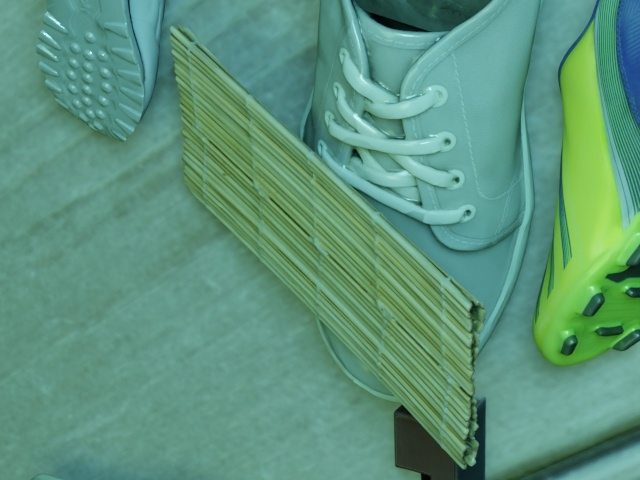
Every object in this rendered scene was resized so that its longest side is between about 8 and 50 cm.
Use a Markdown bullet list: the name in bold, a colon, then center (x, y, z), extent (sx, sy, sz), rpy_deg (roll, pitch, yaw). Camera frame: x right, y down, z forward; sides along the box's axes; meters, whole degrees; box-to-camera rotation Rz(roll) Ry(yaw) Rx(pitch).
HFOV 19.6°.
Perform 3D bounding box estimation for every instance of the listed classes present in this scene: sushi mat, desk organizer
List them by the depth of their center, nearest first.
- **sushi mat**: center (0.000, 0.000, 1.177), extent (0.316, 0.019, 0.151), rpy_deg (44, 149, 34)
- **desk organizer**: center (0.084, 0.171, 1.303), extent (0.050, 0.047, 0.130), rpy_deg (12, 118, 28)

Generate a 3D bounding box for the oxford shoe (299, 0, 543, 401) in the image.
- **oxford shoe**: center (0.056, -0.083, 1.146), extent (0.169, 0.130, 0.449), rpy_deg (21, 124, 17)

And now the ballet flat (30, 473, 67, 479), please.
- **ballet flat**: center (-0.134, 0.230, 1.439), extent (0.248, 0.086, 0.086), rpy_deg (11, 118, 20)

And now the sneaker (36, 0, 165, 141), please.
- **sneaker**: center (-0.134, -0.164, 1.247), extent (0.090, 0.095, 0.235), rpy_deg (25, 143, 12)

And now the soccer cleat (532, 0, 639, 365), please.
- **soccer cleat**: center (0.183, -0.050, 1.129), extent (0.121, 0.093, 0.289), rpy_deg (50, 139, 39)
